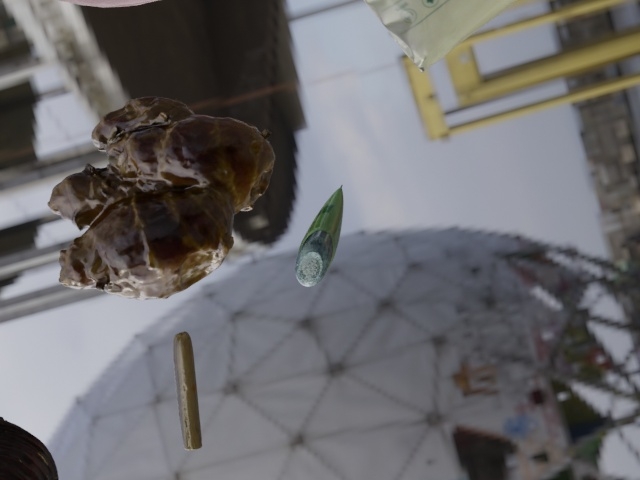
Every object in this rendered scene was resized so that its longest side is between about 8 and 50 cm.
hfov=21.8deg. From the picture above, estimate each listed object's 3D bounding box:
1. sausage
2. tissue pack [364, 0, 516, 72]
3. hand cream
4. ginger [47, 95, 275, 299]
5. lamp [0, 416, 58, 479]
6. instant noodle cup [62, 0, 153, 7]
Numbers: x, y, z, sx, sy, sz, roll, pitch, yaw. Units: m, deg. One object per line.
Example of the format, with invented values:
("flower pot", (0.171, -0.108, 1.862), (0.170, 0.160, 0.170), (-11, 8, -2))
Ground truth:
("sausage", (-0.146, 0.164, 1.821), (0.024, 0.024, 0.132), (-56, -39, -78))
("tissue pack", (0.171, -0.421, 1.890), (0.297, 0.380, 0.207), (49, -165, -22))
("hand cream", (0.000, 0.000, 2.123), (0.175, 0.046, 0.095), (-73, 0, -65))
("ginger", (-0.245, -0.060, 2.437), (0.357, 0.274, 0.152), (-60, -1, -16))
("lamp", (-0.514, 0.368, 2.501), (0.247, 0.247, 0.247), (-15, -90, -81))
("instant noodle cup", (-0.144, -0.324, 1.157), (0.231, 0.243, 0.243), (-74, -29, -43))
